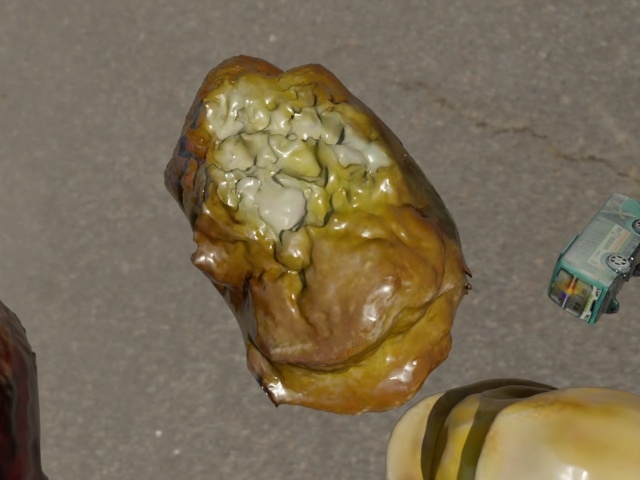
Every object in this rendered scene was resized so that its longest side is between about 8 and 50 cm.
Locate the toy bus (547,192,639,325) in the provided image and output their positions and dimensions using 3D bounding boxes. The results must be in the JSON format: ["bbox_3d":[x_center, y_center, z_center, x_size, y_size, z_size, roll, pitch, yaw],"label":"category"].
[{"bbox_3d":[0.424,0.024,1.745,0.109,0.261,0.091,27,127,20],"label":"toy bus"}]

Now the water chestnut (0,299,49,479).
[{"bbox_3d":[-0.347,0.160,0.788,0.350,0.302,0.350,8,100,57],"label":"water chestnut"}]

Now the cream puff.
[{"bbox_3d":[0.000,0.000,0.765,0.155,0.241,0.269,-30,19,0],"label":"cream puff"}]

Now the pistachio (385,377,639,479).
[{"bbox_3d":[0.185,0.224,0.827,0.230,0.309,0.230,-38,20,17],"label":"pistachio"}]
